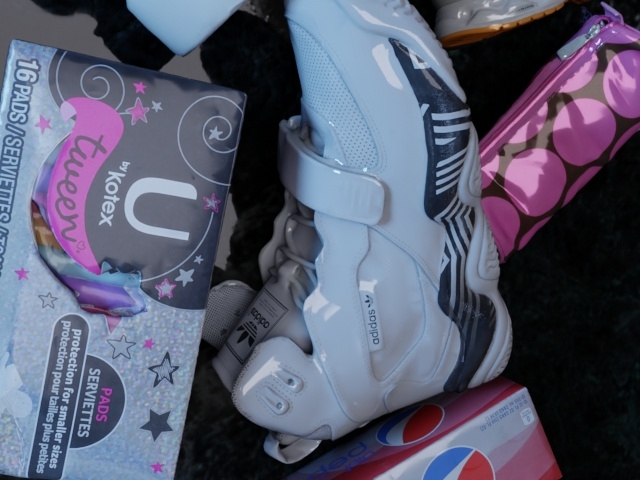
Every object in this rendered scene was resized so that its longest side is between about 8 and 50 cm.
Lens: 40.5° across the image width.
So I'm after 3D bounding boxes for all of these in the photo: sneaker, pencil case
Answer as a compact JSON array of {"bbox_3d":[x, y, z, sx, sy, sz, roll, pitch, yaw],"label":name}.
[{"bbox_3d":[0.197,-0.249,0.691,0.262,0.099,0.121,-23,98,-16],"label":"sneaker"},{"bbox_3d":[0.000,0.000,0.595,0.210,0.137,0.366,-29,124,-12],"label":"sneaker"},{"bbox_3d":[0.176,-0.082,0.685,0.209,0.095,0.098,-49,143,2],"label":"pencil case"}]

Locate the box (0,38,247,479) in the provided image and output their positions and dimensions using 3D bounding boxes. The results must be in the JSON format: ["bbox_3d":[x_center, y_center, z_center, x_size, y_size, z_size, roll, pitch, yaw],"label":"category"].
[{"bbox_3d":[-0.147,0.014,0.566,0.142,0.163,0.247,9,93,-17],"label":"box"}]

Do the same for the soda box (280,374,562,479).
[{"bbox_3d":[0.055,0.206,0.695,0.263,0.083,0.092,-28,104,-14],"label":"soda box"}]

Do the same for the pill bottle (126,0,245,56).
[{"bbox_3d":[-0.154,-0.299,0.510,0.361,0.204,0.204,44,82,-17],"label":"pill bottle"}]
